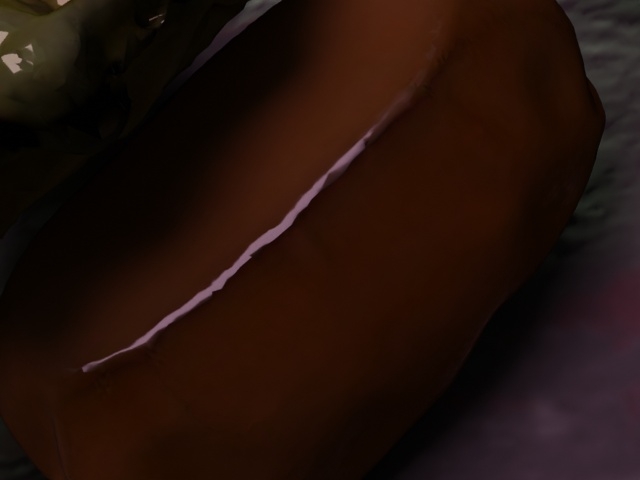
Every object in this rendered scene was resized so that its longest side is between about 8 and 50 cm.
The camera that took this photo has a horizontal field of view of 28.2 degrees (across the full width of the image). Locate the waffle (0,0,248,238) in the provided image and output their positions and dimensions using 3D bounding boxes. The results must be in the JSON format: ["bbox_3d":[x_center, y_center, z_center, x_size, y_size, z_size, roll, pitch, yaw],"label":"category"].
[{"bbox_3d":[-0.120,-0.043,0.445,0.297,0.073,0.317,-27,17,52],"label":"waffle"}]

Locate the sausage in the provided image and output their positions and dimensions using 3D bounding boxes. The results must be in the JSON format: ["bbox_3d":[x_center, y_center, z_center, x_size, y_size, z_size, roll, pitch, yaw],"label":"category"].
[{"bbox_3d":[-0.001,0.000,0.430,0.241,0.136,0.120,-48,49,-6],"label":"sausage"}]
